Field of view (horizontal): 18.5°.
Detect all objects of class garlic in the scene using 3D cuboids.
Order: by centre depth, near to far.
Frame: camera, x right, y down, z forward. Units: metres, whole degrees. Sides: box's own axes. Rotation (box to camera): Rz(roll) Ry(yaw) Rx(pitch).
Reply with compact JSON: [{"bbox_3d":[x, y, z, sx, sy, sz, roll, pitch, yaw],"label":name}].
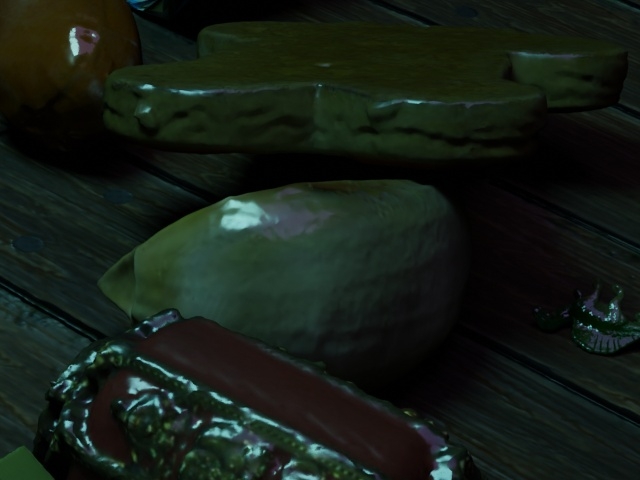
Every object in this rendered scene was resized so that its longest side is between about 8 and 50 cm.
[{"bbox_3d":[0.018,0.001,1.397,0.196,0.151,0.338,23,31,36],"label":"garlic"}]

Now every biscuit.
[{"bbox_3d":[0.049,-0.112,1.545,0.368,0.076,0.394,5,14,11],"label":"biscuit"}]

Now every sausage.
[{"bbox_3d":[-0.214,-0.168,1.603,0.133,0.133,0.258,-3,32,-18],"label":"sausage"}]

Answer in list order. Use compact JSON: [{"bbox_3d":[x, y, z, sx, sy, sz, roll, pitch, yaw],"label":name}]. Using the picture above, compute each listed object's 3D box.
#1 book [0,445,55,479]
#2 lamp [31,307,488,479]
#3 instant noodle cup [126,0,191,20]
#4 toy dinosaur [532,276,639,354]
[{"bbox_3d":[-0.191,0.267,0.949,0.239,0.035,0.352,46,42,11],"label":"book"},{"bbox_3d":[-0.031,0.152,1.122,0.274,0.177,0.177,23,35,21],"label":"lamp"},{"bbox_3d":[-0.125,-0.322,1.796,0.178,0.240,0.240,-28,47,-30],"label":"instant noodle cup"},{"bbox_3d":[0.217,0.066,1.448,0.120,0.029,0.060,25,51,14],"label":"toy dinosaur"}]
